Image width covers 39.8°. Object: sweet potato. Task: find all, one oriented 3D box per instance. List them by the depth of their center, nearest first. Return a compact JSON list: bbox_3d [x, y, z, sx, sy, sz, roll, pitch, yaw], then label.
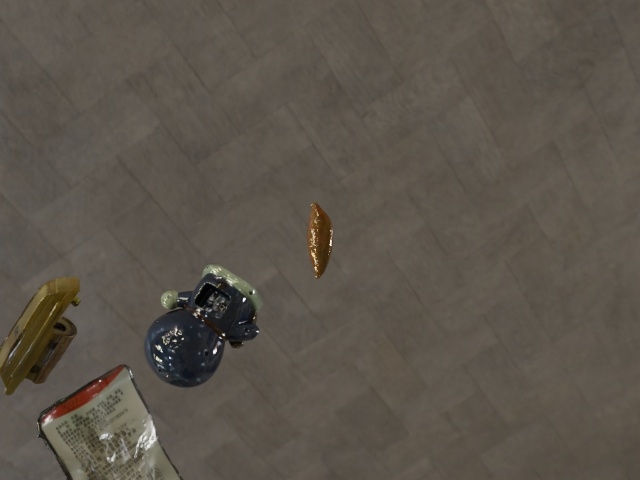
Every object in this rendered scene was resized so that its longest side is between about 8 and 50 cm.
[{"bbox_3d":[0.000,0.000,1.087,0.034,0.034,0.095,-2,90,-16],"label":"sweet potato"}]

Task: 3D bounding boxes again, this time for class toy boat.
[{"bbox_3d":[-0.436,0.150,1.394,0.088,0.068,0.226,26,111,-31],"label":"toy boat"}]

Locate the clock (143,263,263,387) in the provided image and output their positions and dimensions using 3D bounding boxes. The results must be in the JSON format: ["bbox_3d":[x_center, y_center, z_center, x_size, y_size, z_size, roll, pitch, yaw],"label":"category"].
[{"bbox_3d":[-0.238,0.169,1.720,0.243,0.199,0.146,-53,168,-16],"label":"clock"}]

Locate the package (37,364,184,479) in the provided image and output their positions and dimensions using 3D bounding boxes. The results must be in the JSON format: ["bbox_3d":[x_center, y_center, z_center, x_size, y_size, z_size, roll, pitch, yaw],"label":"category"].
[{"bbox_3d":[-0.273,0.301,1.195,0.040,0.166,0.232,-23,96,42],"label":"package"}]
